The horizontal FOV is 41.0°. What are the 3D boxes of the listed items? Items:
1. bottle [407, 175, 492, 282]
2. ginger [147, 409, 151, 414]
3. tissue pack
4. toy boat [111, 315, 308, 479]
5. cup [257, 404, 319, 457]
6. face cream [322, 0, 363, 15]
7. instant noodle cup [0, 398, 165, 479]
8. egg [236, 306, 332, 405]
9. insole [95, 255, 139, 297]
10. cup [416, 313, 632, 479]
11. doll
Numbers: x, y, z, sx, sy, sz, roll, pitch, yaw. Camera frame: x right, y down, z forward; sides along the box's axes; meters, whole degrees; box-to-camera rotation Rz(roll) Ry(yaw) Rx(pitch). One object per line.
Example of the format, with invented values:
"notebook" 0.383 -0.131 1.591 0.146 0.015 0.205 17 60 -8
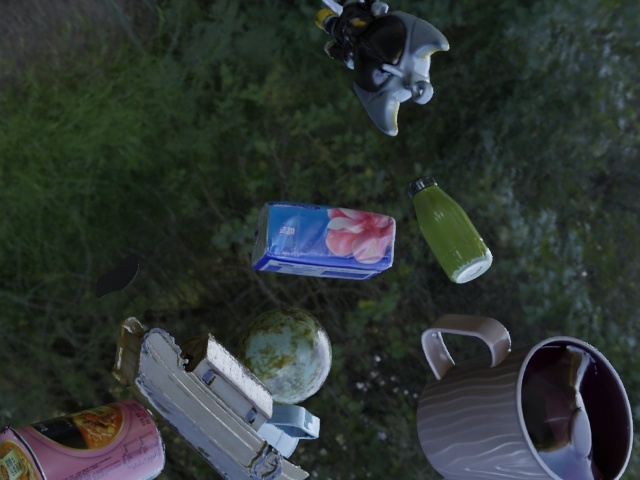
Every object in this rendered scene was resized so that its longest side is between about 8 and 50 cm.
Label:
"bottle" 0.288 -0.033 1.973 0.112 0.260 0.112 -22 153 -12
"ginger" -0.439 0.453 1.886 0.205 0.115 0.081 -32 157 25
"tissue pack" 0.000 0.000 1.796 0.270 0.137 0.209 5 166 -11
"toy boat" -0.175 0.279 1.444 0.162 0.445 0.136 -49 -149 -19
"cup" -0.203 0.543 2.511 0.257 0.331 0.311 -56 153 -10
"face cream" -0.018 -0.675 1.838 0.235 0.420 0.137 -56 -141 5
"instant noodle cup" -0.440 0.415 1.600 0.255 0.244 0.244 -19 172 -41
"egg" -0.087 0.283 2.143 0.238 0.238 0.289 -35 -176 17
"insole" -0.416 0.077 1.748 0.004 0.064 0.188 13 154 -38
"cup" 0.275 0.254 1.290 0.273 0.288 0.208 -27 -143 58
"doll" 0.082 -0.281 1.267 0.145 0.103 0.316 -41 -133 6
